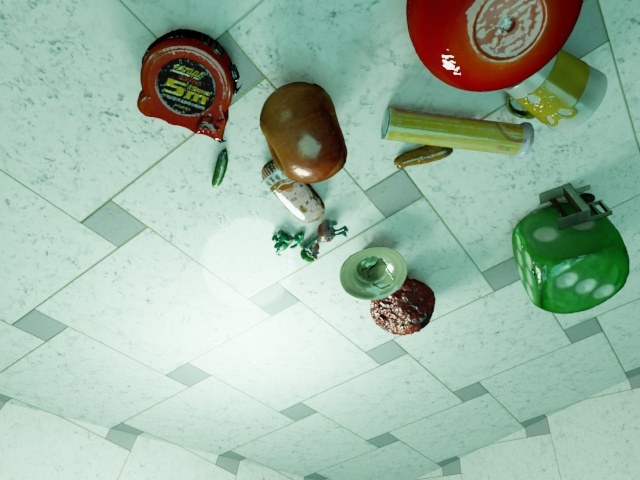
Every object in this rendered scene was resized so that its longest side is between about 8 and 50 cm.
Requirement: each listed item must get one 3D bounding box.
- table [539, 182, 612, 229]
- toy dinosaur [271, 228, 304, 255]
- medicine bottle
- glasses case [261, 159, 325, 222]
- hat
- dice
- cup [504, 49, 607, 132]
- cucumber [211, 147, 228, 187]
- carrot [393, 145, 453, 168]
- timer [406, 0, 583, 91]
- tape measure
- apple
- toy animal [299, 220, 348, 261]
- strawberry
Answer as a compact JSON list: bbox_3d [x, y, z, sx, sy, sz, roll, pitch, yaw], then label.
[{"bbox_3d":[0.857,-0.125,1.569,0.175,0.146,0.062,-20,131,11],"label":"table"},{"bbox_3d":[-0.119,0.010,1.648,0.096,0.059,0.132,19,126,-37],"label":"toy dinosaur"},{"bbox_3d":[0.394,-0.313,1.354,0.426,0.108,0.108,5,132,-7],"label":"medicine bottle"},{"bbox_3d":[-0.083,-0.155,1.487,0.103,0.067,0.266,-30,129,18],"label":"glasses case"},{"bbox_3d":[0.184,0.093,1.717,0.252,0.110,0.252,-3,124,-4],"label":"hat"},{"bbox_3d":[0.863,0.061,1.645,0.300,0.287,0.297,-19,132,10],"label":"dice"},{"bbox_3d":[0.608,-0.412,1.280,0.226,0.185,0.241,24,157,-19],"label":"cup"},{"bbox_3d":[-0.303,-0.224,1.421,0.037,0.037,0.155,13,131,-18],"label":"cucumber"},{"bbox_3d":[0.317,-0.264,1.442,0.186,0.060,0.060,-15,132,14],"label":"carrot"},{"bbox_3d":[0.388,-0.531,1.059,0.378,0.279,0.377,-1,132,-1],"label":"timer"},{"bbox_3d":[-0.332,-0.404,1.203,0.253,0.114,0.260,15,125,-19],"label":"tape measure"},{"bbox_3d":[-0.044,-0.281,1.252,0.207,0.251,0.271,-21,145,1],"label":"apple"},{"bbox_3d":[0.000,0.000,1.617,0.208,0.100,0.103,-35,171,36],"label":"toy animal"},{"bbox_3d":[0.325,0.265,1.818,0.274,0.220,0.274,-6,131,-7],"label":"strawberry"}]
